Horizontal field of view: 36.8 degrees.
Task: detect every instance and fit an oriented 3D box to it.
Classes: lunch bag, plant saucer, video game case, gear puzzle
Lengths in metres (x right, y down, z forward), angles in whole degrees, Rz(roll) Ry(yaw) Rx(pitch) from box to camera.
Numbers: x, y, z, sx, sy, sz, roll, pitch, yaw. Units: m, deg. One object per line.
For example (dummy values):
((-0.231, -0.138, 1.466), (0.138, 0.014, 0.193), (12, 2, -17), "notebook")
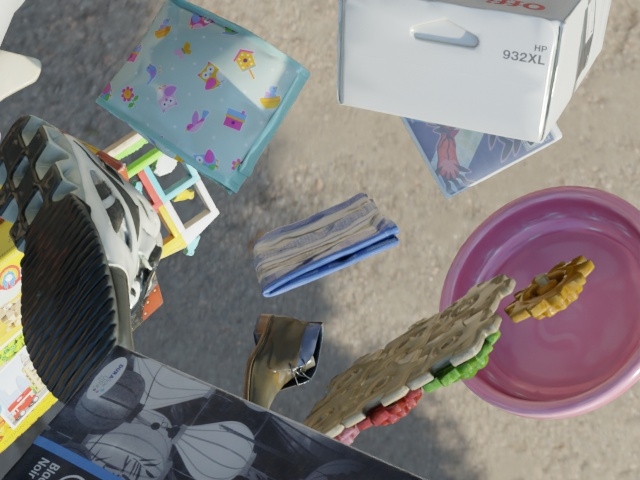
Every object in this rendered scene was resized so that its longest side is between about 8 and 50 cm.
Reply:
((-0.163, -0.216, 1.451), (0.262, 0.160, 0.223), (32, 88, 24), "lunch bag")
((0.327, 0.089, 1.326), (0.332, 0.332, 0.084), (-33, 142, 19), "plant saucer")
((0.189, -0.180, 1.257), (0.183, 0.023, 0.201), (-29, 90, 37), "video game case")
((0.117, 0.108, 0.903), (0.339, 0.175, 0.044), (-36, 96, 29), "gear puzzle")

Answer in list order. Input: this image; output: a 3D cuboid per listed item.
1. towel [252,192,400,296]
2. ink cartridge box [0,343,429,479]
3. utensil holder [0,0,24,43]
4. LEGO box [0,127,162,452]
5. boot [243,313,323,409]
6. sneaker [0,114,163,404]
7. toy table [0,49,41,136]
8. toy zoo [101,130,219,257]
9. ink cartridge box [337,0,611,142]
((0.000, 0.000, 1.388), (0.209, 0.285, 0.034), (-23, 103, -1), "towel")
((-0.034, 0.186, 0.542), (0.333, 0.165, 0.065), (18, 142, 25), "ink cartridge box")
((-0.397, -0.130, 0.652), (0.328, 0.385, 0.327), (6, 149, 3), "utensil holder")
((-0.537, 0.108, 1.654), (0.193, 0.500, 0.372), (27, 144, 27), "LEGO box")
((-0.057, 0.204, 1.503), (0.106, 0.219, 0.082), (0, 139, 9), "boot")
((-0.191, 0.017, 0.868), (0.146, 0.330, 0.122), (23, 120, -41), "sneaker")
((-0.579, -0.234, 1.494), (0.252, 0.274, 0.160), (13, 83, -29), "toy table")
((-0.327, -0.084, 1.943), (0.192, 0.030, 0.293), (-37, 122, -20), "toy zoo")
((0.177, -0.235, 1.041), (0.223, 0.307, 0.129), (14, 122, 20), "ink cartridge box")
